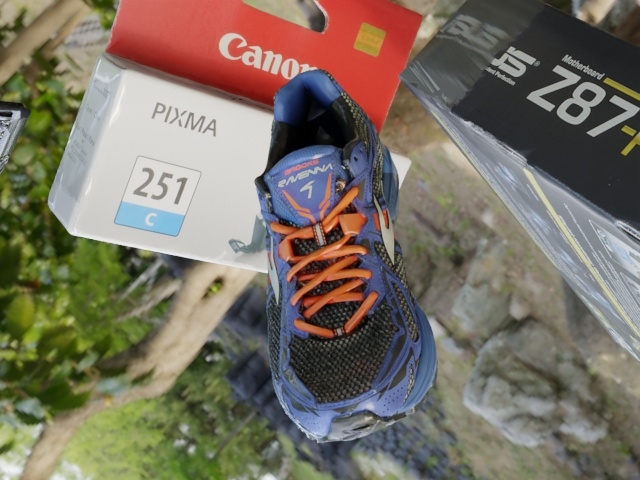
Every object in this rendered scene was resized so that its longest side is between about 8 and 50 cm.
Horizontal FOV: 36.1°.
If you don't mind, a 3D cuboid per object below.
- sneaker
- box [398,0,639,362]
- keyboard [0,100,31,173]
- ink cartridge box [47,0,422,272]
[{"bbox_3d":[0.000,0.000,0.477,0.221,0.083,0.087,-99,-13,-46],"label":"sneaker"},{"bbox_3d":[0.253,0.041,0.609,0.395,0.097,0.318,42,180,-43],"label":"box"},{"bbox_3d":[-0.287,-0.055,0.746,0.100,0.038,0.192,2,161,-27],"label":"keyboard"},{"bbox_3d":[-0.048,-0.107,0.834,0.296,0.261,0.066,12,-165,-37],"label":"ink cartridge box"}]
